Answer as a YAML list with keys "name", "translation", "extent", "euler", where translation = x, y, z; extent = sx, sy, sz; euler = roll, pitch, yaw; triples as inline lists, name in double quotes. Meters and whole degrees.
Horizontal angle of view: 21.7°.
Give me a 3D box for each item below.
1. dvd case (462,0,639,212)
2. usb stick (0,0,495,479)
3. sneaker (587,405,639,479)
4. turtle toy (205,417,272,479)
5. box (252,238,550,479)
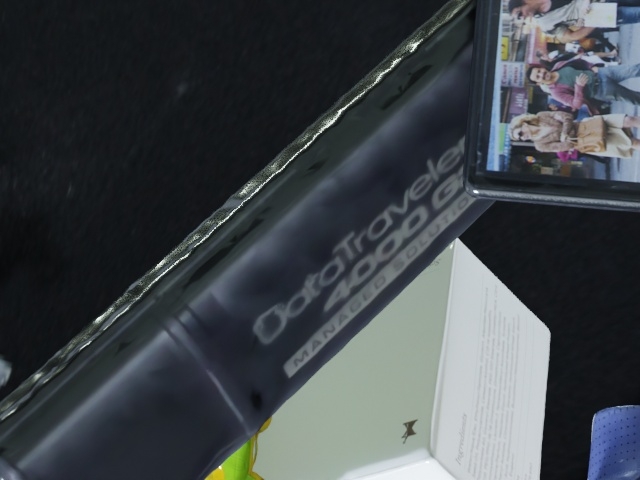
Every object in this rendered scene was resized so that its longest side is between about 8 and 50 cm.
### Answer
- name: "dvd case"
  translation: [0.176, -0.093, 0.514]
  extent: [0.253, 0.022, 0.180]
  euler: [5, -89, 3]
- name: "usb stick"
  translation: [0.000, 0.000, 0.557]
  extent: [0.278, 0.077, 0.045]
  euler: [-43, -134, -14]
- name: "sneaker"
  translation: [0.223, 0.266, 1.199]
  extent: [0.182, 0.127, 0.315]
  euler: [18, -116, -41]
- name: "turtle toy"
  translation: [-0.075, 0.110, 1.016]
  extent: [0.066, 0.095, 0.130]
  euler: [-6, -108, 20]
- name: "box"
  translation: [0.044, 0.122, 1.121]
  extent: [0.119, 0.181, 0.182]
  euler: [44, -139, -33]
